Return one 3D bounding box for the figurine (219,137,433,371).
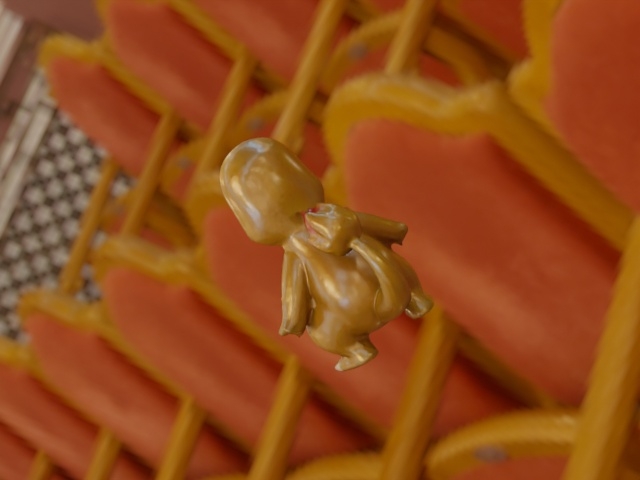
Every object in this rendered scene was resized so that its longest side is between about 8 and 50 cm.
[{"bbox_3d":[-0.001,-0.002,1.323,0.121,0.176,0.122,-42,-7,-16],"label":"figurine"}]
